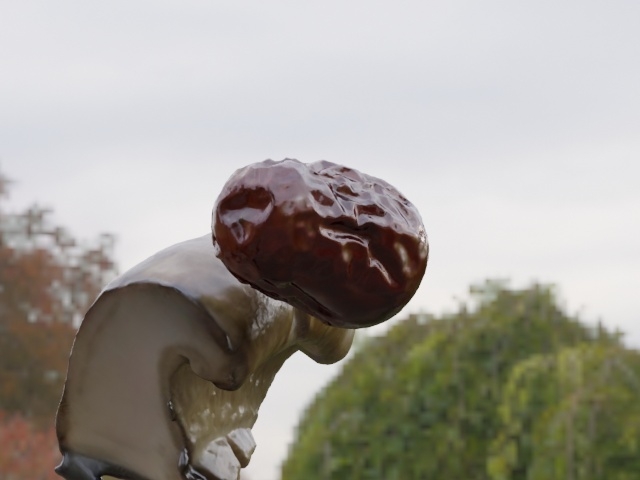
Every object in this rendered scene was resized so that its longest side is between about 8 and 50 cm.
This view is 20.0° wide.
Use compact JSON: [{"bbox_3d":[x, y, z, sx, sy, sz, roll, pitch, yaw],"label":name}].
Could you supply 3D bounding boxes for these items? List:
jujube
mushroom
[{"bbox_3d":[0.000,0.000,1.749,0.155,0.155,0.230,-9,-19,38],"label":"jujube"},{"bbox_3d":[-0.097,0.079,2.012,0.224,0.313,0.397,24,38,19],"label":"mushroom"}]
